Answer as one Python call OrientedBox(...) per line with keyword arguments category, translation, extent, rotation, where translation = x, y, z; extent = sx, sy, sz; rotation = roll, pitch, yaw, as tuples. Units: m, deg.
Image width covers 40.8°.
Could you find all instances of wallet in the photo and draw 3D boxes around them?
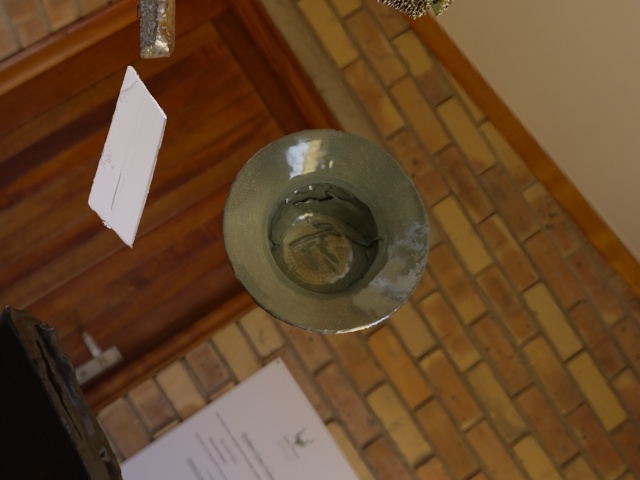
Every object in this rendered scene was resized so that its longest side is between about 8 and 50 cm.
OrientedBox(category="wallet", translation=(-0.295, 0.233, 0.784), extent=(0.197, 0.051, 0.377), rotation=(54, -52, 17))

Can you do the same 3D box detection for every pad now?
OrientedBox(category="pad", translation=(-0.279, -0.120, 1.265), extent=(0.004, 0.232, 0.156), rotation=(5, -22, 14))

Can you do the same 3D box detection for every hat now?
OrientedBox(category="hat", translation=(0.000, 0.000, 1.088), extent=(0.257, 0.257, 0.130), rotation=(55, -16, 8))

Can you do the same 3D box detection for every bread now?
OrientedBox(category="bread", translation=(-0.192, -0.284, 1.031), extent=(0.126, 0.044, 0.129), rotation=(-157, -109, -70))

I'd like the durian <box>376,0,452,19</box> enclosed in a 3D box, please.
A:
OrientedBox(category="durian", translation=(0.152, -0.531, 1.600), extent=(0.237, 0.193, 0.138), rotation=(31, -11, 29))
